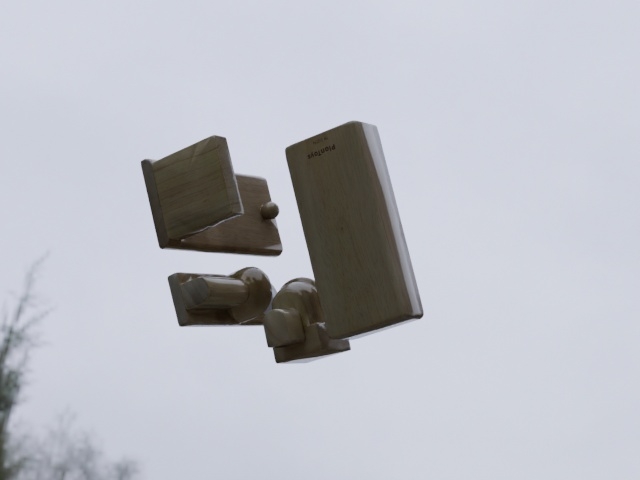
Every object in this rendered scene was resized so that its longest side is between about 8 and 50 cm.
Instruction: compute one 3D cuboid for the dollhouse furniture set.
[{"bbox_3d":[0.000,0.000,0.831,0.151,0.144,0.123,-20,-14,30],"label":"dollhouse furniture set"}]
